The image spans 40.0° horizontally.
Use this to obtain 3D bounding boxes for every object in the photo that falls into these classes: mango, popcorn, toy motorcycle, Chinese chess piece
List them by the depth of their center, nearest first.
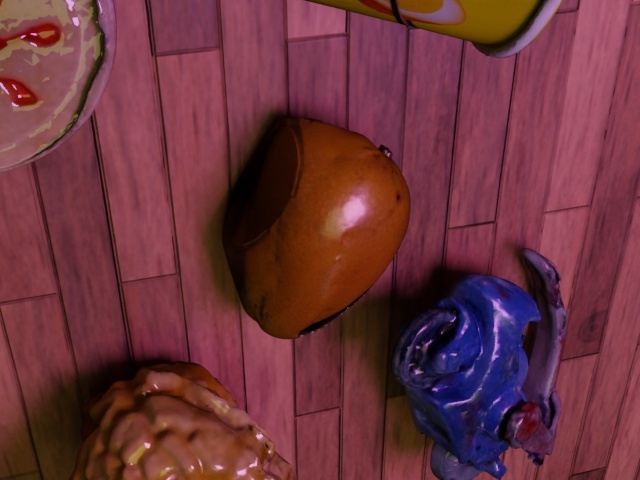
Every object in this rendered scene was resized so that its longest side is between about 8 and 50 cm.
[{"bbox_3d":[-0.290,-0.172,0.697,0.249,0.103,0.250,-10,124,-15],"label":"Chinese chess piece"},{"bbox_3d":[0.000,0.000,0.893,0.166,0.136,0.236,17,121,-31],"label":"mango"},{"bbox_3d":[-0.129,0.287,0.953,0.225,0.332,0.265,-50,163,-22],"label":"popcorn"},{"bbox_3d":[0.189,0.144,1.062,0.182,0.241,0.319,5,139,26],"label":"toy motorcycle"}]

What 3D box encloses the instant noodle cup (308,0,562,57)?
[{"bbox_3d":[0.051,-0.294,0.630,0.221,0.311,0.311,3,122,-11],"label":"instant noodle cup"}]
